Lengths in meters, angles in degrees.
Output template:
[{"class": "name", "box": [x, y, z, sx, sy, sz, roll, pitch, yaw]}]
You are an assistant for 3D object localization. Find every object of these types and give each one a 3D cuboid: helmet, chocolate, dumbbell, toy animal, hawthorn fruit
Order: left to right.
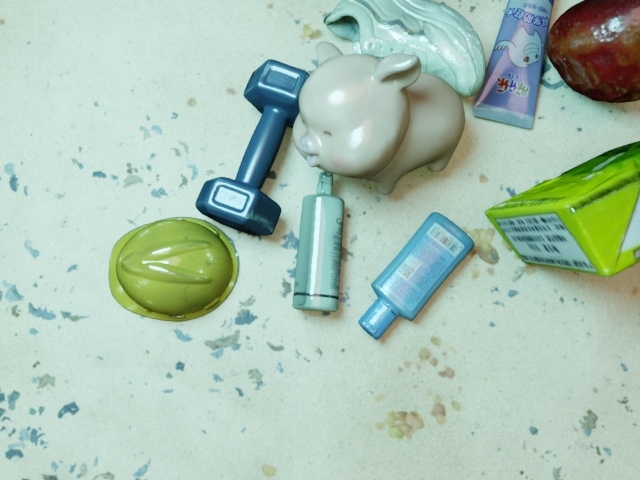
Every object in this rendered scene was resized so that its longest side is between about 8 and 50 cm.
[{"class": "helmet", "box": [-0.285, 0.044, 0.890, 0.256, 0.140, 0.205, -2, 80, -2]}, {"class": "dumbbell", "box": [-0.109, -0.171, 0.919, 0.143, 0.156, 0.317, 15, 79, 34]}, {"class": "toy animal", "box": [0.107, -0.208, 0.844, 0.326, 0.269, 0.237, -29, 38, -22]}, {"class": "chocolate", "box": [0.479, -0.062, 0.815, 0.288, 0.301, 0.137, -26, 92, -2]}, {"class": "hawthorn fruit", "box": [0.565, -0.344, 0.901, 0.210, 0.230, 0.266, -39, 96, 3]}]

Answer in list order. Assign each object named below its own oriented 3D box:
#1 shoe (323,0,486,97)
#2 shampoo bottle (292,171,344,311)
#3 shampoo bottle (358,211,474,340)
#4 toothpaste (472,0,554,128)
[{"class": "shoe", "box": [0.155, -0.380, 0.961, 0.210, 0.132, 0.342, -38, 77, -3]}, {"class": "shampoo bottle", "box": [0.000, 0.000, 0.915, 0.085, 0.085, 0.263, 4, 81, 2]}, {"class": "shampoo bottle", "box": [0.169, 0.072, 0.911, 0.104, 0.061, 0.258, 41, 83, 7]}, {"class": "toothpaste", "box": [0.412, -0.415, 0.994, 0.125, 0.080, 0.372, 15, 88, 0]}]
